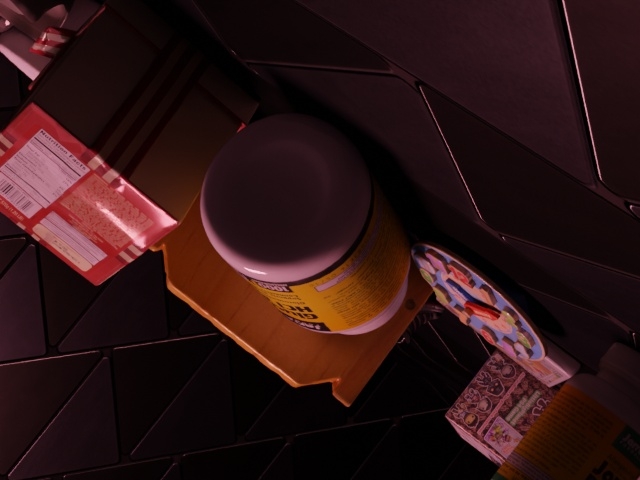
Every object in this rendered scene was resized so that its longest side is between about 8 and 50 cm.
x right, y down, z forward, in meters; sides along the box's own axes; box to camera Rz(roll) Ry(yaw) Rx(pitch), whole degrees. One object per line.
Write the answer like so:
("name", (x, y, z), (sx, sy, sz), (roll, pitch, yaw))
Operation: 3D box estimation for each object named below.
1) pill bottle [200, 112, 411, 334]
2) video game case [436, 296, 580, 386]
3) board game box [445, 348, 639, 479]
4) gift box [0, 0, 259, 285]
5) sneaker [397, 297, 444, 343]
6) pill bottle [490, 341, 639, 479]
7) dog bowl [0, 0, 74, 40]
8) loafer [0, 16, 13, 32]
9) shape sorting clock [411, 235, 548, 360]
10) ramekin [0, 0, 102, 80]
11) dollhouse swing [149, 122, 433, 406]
("pill bottle", (0.000, 0.000, 1.526), (0.188, 0.188, 0.334), (36, 174, 24))
("video game case", (0.245, 0.120, 1.762), (0.206, 0.026, 0.227), (38, 175, 8))
("board game box", (0.362, 0.326, 2.073), (0.291, 0.141, 0.232), (37, 174, 18))
("gift box", (-0.268, -0.134, 1.617), (0.255, 0.258, 0.276), (44, 140, -19))
("sneaker", (0.133, 0.122, 2.053), (0.063, 0.075, 0.170), (29, -164, 27))
("pill bottle", (0.275, 0.212, 1.348), (0.117, 0.208, 0.117), (39, 175, 4))
("dog bowl", (-0.451, -0.399, 1.682), (0.348, 0.102, 0.349), (38, 175, 4))
("loafer", (-0.613, -0.456, 2.242), (0.366, 0.134, 0.130), (19, 157, 46))
("shape sorting clock", (0.187, 0.075, 1.572), (0.206, 0.040, 0.206), (42, 165, 14))
("ramekin", (-0.328, -0.250, 1.924), (0.277, 0.135, 0.277), (39, 174, 5))
("dollhouse swing", (-0.054, 0.042, 1.854), (0.347, 0.315, 0.305), (38, 159, -2))
